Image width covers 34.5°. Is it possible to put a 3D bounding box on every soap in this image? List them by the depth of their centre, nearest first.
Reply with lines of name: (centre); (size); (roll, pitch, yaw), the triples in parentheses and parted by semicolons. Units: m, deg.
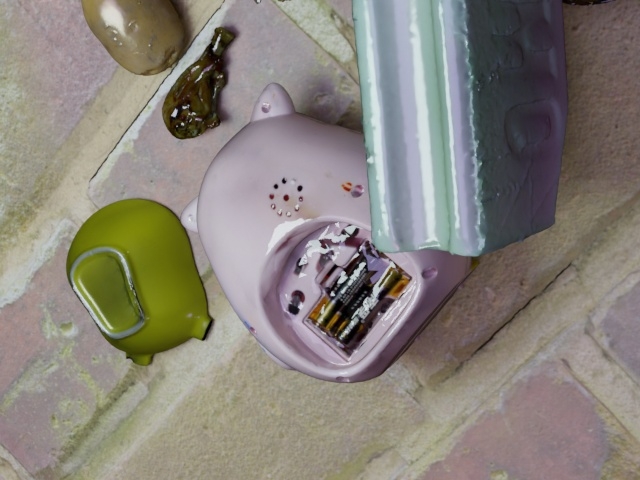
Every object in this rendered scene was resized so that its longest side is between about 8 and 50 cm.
soap: (0.163, -0.223, 1.173); (0.156, 0.261, 0.446); (1, 101, 38)

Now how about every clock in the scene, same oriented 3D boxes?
clock: (0.000, 0.000, 1.394); (0.377, 0.250, 0.368); (40, 113, 7)

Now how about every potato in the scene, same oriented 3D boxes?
potato: (-0.273, -0.322, 1.496); (0.109, 0.118, 0.178); (-8, 118, 57)

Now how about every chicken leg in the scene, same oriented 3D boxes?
chicken leg: (-0.169, -0.226, 1.509); (0.093, 0.070, 0.178); (29, 101, 12)

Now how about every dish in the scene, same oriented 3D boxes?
dish: (-0.303, 0.074, 1.606); (0.221, 0.108, 0.262); (-23, 94, 25)

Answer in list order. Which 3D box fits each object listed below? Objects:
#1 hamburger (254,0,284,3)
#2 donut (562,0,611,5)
hamburger: (-0.023, -0.457, 1.274); (0.170, 0.290, 0.314); (10, 125, -19)
donut: (0.315, -0.409, 1.259); (0.272, 0.107, 0.272); (4, 100, 23)
